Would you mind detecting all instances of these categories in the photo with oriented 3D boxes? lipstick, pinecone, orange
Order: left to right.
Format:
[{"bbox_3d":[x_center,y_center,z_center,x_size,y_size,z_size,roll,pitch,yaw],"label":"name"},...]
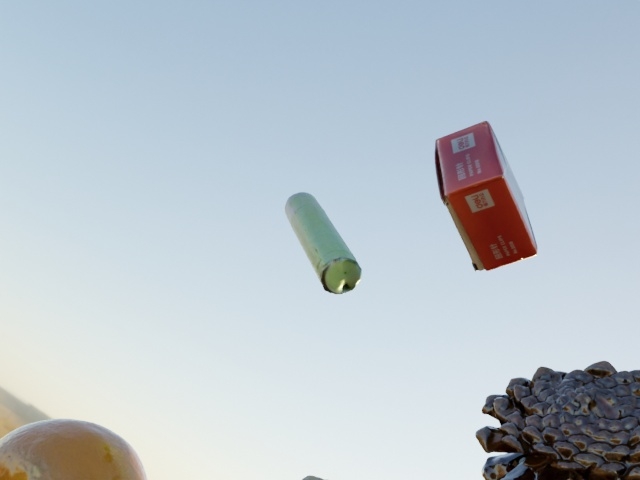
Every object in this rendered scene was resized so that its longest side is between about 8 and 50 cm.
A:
[{"bbox_3d":[-0.412,0.428,1.265,0.312,0.312,0.312,30,-21,12],"label":"orange"},{"bbox_3d":[0.000,0.000,1.492,0.076,0.076,0.304,46,7,-28],"label":"lipstick"},{"bbox_3d":[0.447,0.414,1.387,0.384,0.384,0.384,30,-21,12],"label":"pinecone"}]

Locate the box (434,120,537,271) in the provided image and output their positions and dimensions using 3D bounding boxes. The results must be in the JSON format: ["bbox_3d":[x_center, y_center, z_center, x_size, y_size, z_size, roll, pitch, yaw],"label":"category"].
[{"bbox_3d":[0.239,-0.061,1.199,0.099,0.133,0.182,-19,-46,19],"label":"box"}]

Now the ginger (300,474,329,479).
[{"bbox_3d":[-0.045,0.301,0.809,0.065,0.149,0.258,47,-19,16],"label":"ginger"}]
